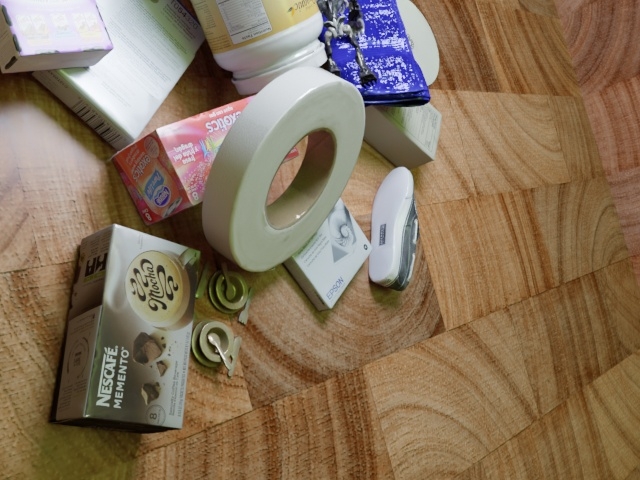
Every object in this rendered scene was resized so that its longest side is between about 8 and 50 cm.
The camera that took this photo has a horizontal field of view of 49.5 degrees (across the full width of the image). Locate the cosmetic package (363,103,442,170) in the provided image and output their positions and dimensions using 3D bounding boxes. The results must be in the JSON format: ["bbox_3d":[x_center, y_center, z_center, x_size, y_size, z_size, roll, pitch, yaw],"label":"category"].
[{"bbox_3d":[0.160,-0.327,1.732,0.309,0.113,0.160,36,54,-32],"label":"cosmetic package"}]

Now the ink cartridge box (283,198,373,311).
[{"bbox_3d":[0.000,0.000,1.508,0.224,0.045,0.223,54,47,-17],"label":"ink cartridge box"}]

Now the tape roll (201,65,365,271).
[{"bbox_3d":[-0.058,-0.123,1.267,0.072,0.392,0.392,32,40,22],"label":"tape roll"}]

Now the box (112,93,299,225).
[{"bbox_3d":[-0.204,-0.156,1.282,0.300,0.154,0.142,-33,102,-47],"label":"box"}]

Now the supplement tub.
[{"bbox_3d":[-0.129,-0.462,1.321,0.228,0.228,0.316,-46,122,-43],"label":"supplement tub"}]

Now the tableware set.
[{"bbox_3d":[-0.180,0.139,1.286,0.128,0.039,0.194,34,55,-33],"label":"tableware set"}]

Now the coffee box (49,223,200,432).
[{"bbox_3d":[-0.303,0.146,1.101,0.168,0.119,0.297,22,61,-40],"label":"coffee box"}]

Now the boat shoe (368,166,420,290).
[{"bbox_3d":[0.191,-0.027,1.667,0.102,0.108,0.301,25,62,-37],"label":"boat shoe"}]

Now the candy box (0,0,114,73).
[{"bbox_3d":[-0.438,-0.369,1.073,0.165,0.070,0.196,-23,92,-48],"label":"candy box"}]

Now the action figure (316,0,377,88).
[{"bbox_3d":[0.025,-0.452,1.481,0.164,0.141,0.276,-15,83,-5],"label":"action figure"}]

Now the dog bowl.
[{"bbox_3d":[0.195,-0.509,1.834,0.265,0.104,0.265,16,66,-41],"label":"dog bowl"}]

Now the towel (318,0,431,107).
[{"bbox_3d":[0.115,-0.444,1.592,0.227,0.076,0.308,-7,66,-20],"label":"towel"}]

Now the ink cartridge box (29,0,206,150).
[{"bbox_3d":[-0.391,-0.381,1.230,0.324,0.071,0.330,44,46,-26],"label":"ink cartridge box"}]
